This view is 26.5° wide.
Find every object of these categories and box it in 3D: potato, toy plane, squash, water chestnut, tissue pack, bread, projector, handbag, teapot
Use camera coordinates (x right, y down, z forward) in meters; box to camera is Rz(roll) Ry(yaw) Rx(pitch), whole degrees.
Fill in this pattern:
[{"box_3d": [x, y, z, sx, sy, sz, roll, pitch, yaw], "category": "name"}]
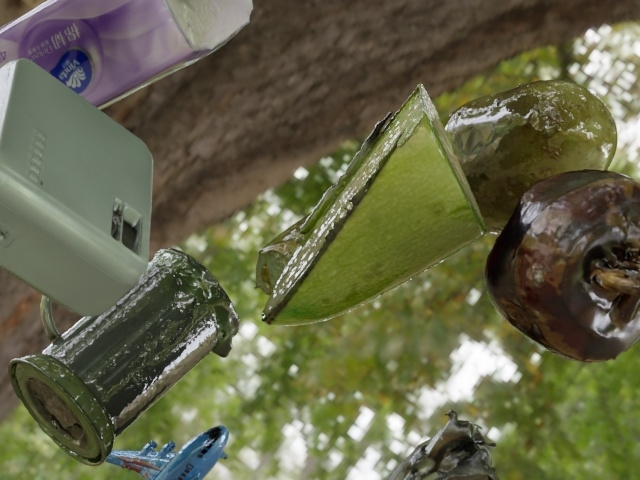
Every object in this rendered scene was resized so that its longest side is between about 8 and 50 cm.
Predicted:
[{"box_3d": [0.289, -0.123, 1.932, 0.173, 0.210, 0.307, 14, -20, -30], "category": "potato"}, {"box_3d": [-0.242, 0.398, 2.173, 0.254, 0.271, 0.105, 47, -4, 32], "category": "toy plane"}, {"box_3d": [0.033, -0.028, 1.712, 0.210, 0.309, 0.233, 63, 11, -16], "category": "squash"}, {"box_3d": [0.304, 0.030, 1.547, 0.223, 0.224, 0.238, 41, -7, -35], "category": "water chestnut"}, {"box_3d": [-0.279, -0.254, 1.737, 0.160, 0.338, 0.242, 60, 27, -11], "category": "tissue pack"}, {"box_3d": [0.000, -0.001, 2.126, 0.087, 0.269, 0.098, 30, -52, 19], "category": "bread"}, {"box_3d": [-0.287, -0.057, 1.463, 0.198, 0.108, 0.250, 36, 26, -28], "category": "projector"}, {"box_3d": [0.105, 0.395, 1.886, 0.162, 0.325, 0.327, 50, -10, 24], "category": "handbag"}, {"box_3d": [-0.303, 0.140, 2.077, 0.270, 0.337, 0.200, 50, -31, -2], "category": "teapot"}]
